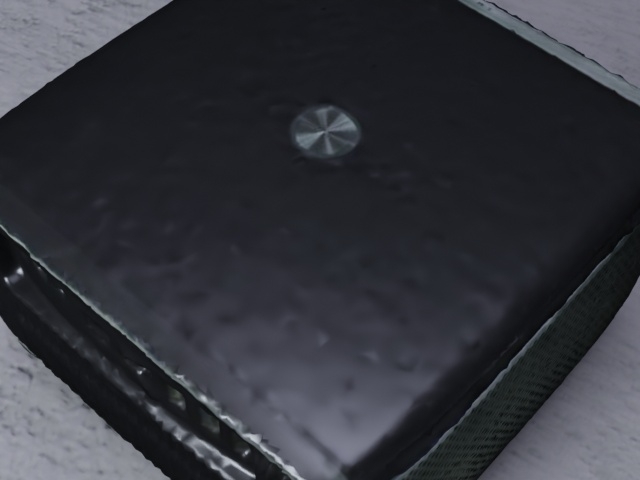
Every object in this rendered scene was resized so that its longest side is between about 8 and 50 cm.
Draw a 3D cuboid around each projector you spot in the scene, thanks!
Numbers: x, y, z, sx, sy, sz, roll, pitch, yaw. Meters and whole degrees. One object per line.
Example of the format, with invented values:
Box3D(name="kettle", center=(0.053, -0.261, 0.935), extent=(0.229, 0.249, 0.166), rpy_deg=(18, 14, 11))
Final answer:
Box3D(name="projector", center=(0.000, 0.000, 0.815), extent=(0.395, 0.242, 0.405), rpy_deg=(36, 60, 22))
